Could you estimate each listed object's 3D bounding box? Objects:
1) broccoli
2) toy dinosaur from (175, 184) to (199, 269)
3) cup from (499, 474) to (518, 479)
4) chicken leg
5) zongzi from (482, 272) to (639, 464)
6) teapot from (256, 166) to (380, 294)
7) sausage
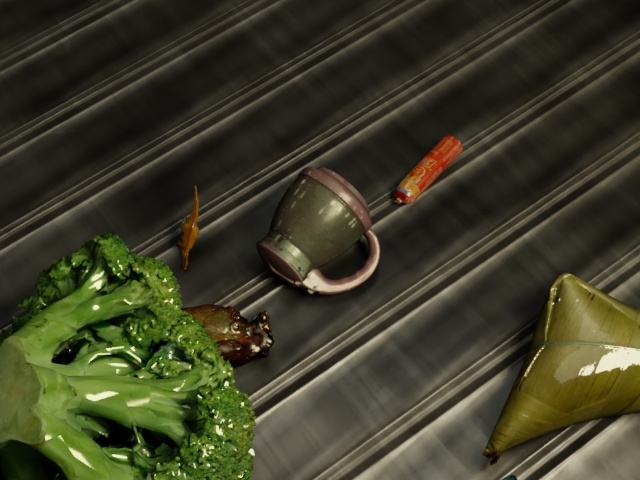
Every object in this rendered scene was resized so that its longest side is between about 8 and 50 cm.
[{"bbox_3d":[-0.232,0.216,1.304,0.321,0.310,0.413,24,82,1],"label":"broccoli"},{"bbox_3d":[-0.170,-0.018,1.579,0.026,0.041,0.113,9,98,-13],"label":"toy dinosaur"},{"bbox_3d":[0.229,0.340,1.334,0.150,0.113,0.138,-33,66,-16],"label":"cup"},{"bbox_3d":[-0.179,0.097,1.520,0.253,0.051,0.106,24,56,15],"label":"chicken leg"},{"bbox_3d":[0.338,0.190,1.429,0.228,0.115,0.256,25,69,10],"label":"zongzi"},{"bbox_3d":[-0.006,-0.003,1.561,0.146,0.148,0.116,-48,33,-12],"label":"teapot"},{"bbox_3d":[0.142,-0.092,1.640,0.034,0.034,0.129,36,66,20],"label":"sausage"}]
